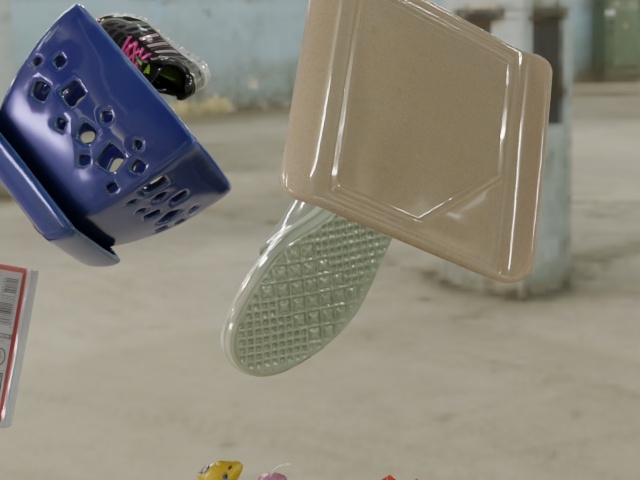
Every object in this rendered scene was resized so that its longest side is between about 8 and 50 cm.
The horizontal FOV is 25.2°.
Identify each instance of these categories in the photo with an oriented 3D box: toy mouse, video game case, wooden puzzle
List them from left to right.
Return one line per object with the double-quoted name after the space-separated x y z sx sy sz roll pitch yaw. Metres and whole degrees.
-0.513 0.115 1.833 0.285 0.204 0.025 9 -3 12 "video game case"
-0.084 0.319 1.712 0.161 0.143 0.031 -24 30 23 "toy mouse"
0.082 -0.096 1.187 0.238 0.221 0.044 20 -25 -26 "wooden puzzle"

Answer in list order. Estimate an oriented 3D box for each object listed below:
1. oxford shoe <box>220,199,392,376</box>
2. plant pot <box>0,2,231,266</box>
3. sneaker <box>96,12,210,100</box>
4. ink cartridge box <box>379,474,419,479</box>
0.000 0.000 1.987 0.130 0.449 0.169 6 -34 49 "oxford shoe"
-0.272 -0.107 1.728 0.212 0.236 0.236 -40 -13 -2 "plant pot"
-0.227 -0.240 1.887 0.170 0.063 0.075 31 32 -10 "sneaker"
0.148 0.398 2.222 0.115 0.029 0.063 39 17 16 "ink cartridge box"
